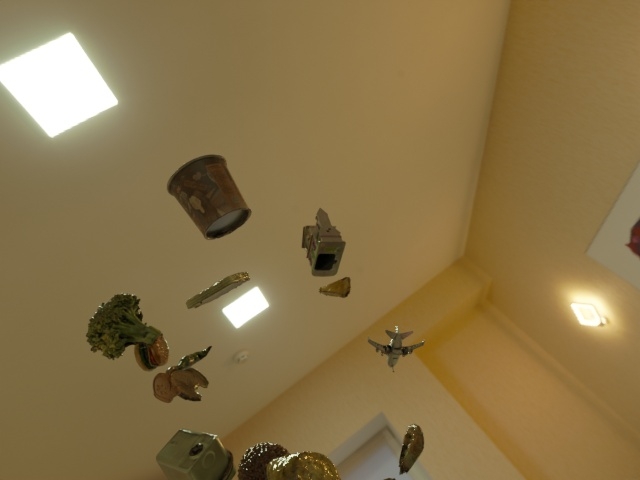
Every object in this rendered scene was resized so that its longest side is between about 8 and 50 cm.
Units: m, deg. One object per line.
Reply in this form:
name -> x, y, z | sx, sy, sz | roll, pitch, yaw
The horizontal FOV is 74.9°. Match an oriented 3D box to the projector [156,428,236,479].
projector -> -0.423, 0.780, 1.454 | 0.163, 0.243, 0.177 | -44, -61, -46

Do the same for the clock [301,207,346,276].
clock -> 0.001, 0.000, 2.169 | 0.166, 0.309, 0.235 | 1, -51, -16

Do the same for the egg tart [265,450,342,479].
egg tart -> -0.025, 0.647, 1.119 | 0.098, 0.252, 0.232 | -59, 4, 16

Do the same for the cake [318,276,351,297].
cake -> 0.077, 0.255, 2.009 | 0.185, 0.116, 0.080 | -25, -49, 21

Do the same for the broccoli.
broccoli -> -0.762, 0.313, 1.596 | 0.180, 0.273, 0.242 | 82, -161, -43

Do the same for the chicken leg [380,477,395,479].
chicken leg -> 0.311, 1.099, 1.790 | 0.125, 0.080, 0.196 | -31, -79, 4

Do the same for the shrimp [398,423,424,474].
shrimp -> 0.419, 0.992, 1.975 | 0.061, 0.145, 0.267 | 9, -78, -19

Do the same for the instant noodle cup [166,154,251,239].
instant noodle cup -> -0.349, -0.132, 1.350 | 0.217, 0.207, 0.217 | -33, -12, -8

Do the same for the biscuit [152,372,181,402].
biscuit -> -0.610, 0.587, 1.653 | 0.023, 0.118, 0.140 | -56, -28, -65

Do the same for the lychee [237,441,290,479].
lychee -> -0.216, 0.994, 1.751 | 0.267, 0.267, 0.267 | -26, -38, -22

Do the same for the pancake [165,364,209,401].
pancake -> -0.741, 0.796, 2.347 | 0.288, 0.286, 0.033 | 24, -81, -54

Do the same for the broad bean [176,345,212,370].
broad bean -> -0.527, 0.488, 1.719 | 0.061, 0.046, 0.195 | -55, -16, 26

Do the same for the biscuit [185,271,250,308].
biscuit -> -0.337, 0.163, 1.371 | 0.199, 0.040, 0.121 | -30, -5, 21

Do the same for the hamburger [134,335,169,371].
hamburger -> -0.713, 0.472, 1.769 | 0.115, 0.162, 0.162 | -20, -37, -2

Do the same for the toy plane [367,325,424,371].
toy plane -> 0.215, 0.316, 1.210 | 0.162, 0.065, 0.171 | 3, -58, 0
